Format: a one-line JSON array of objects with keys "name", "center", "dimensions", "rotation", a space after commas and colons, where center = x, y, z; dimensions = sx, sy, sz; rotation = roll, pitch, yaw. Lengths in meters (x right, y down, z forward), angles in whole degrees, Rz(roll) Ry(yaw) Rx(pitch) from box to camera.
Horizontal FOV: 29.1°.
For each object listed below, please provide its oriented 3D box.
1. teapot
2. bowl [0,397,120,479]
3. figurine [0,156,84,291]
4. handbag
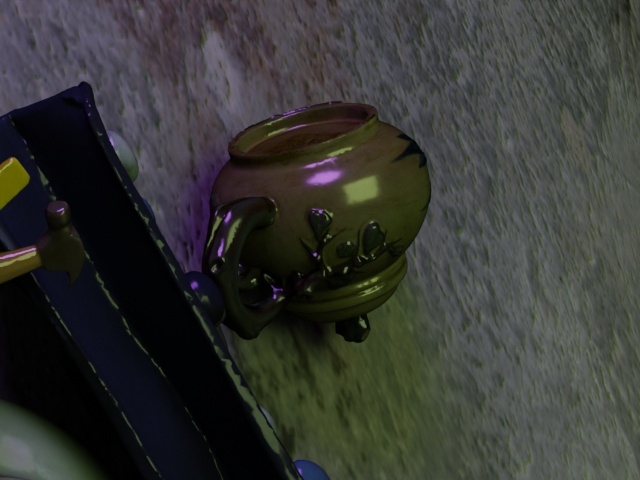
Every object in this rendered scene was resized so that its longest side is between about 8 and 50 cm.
[{"name": "teapot", "center": [0.000, 0.000, 0.961], "dimensions": [0.269, 0.173, 0.182], "rotation": [-40, 123, -49]}, {"name": "bowl", "center": [-0.203, 0.226, 0.636], "dimensions": [0.354, 0.185, 0.353], "rotation": [20, 58, -34]}, {"name": "figurine", "center": [-0.231, 0.006, 0.570], "dimensions": [0.229, 0.112, 0.137], "rotation": [10, 92, -40]}, {"name": "handbag", "center": [-0.107, 0.072, 0.779], "dimensions": [0.118, 0.269, 0.325], "rotation": [-30, 91, -13]}]
